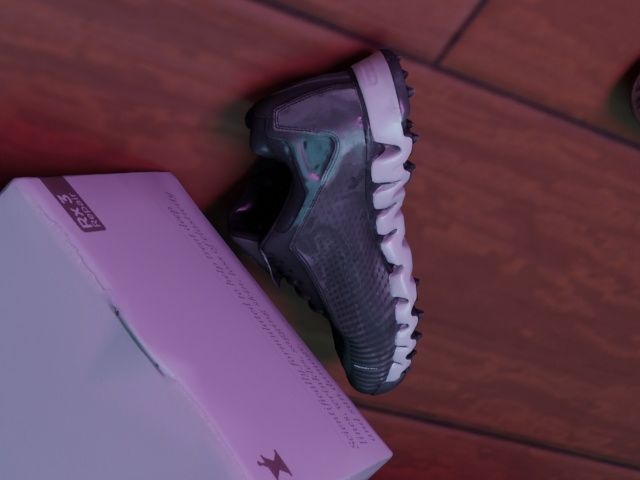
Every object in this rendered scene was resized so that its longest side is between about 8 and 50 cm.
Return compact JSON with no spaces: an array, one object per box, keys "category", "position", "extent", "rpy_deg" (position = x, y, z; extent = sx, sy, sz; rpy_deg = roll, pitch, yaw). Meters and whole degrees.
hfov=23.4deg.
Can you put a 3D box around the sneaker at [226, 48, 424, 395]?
[{"category":"sneaker","position":[0.000,0.000,0.884],"extent":[0.106,0.078,0.234],"rpy_deg":[-10,131,-8]}]

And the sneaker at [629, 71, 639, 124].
[{"category":"sneaker","position":[0.266,-0.119,0.892],"extent":[0.188,0.066,0.071],"rpy_deg":[-33,152,18]}]

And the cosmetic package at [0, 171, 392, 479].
[{"category":"cosmetic package","position":[-0.177,0.163,0.842],"extent":[0.385,0.217,0.156],"rpy_deg":[-42,165,20]}]
